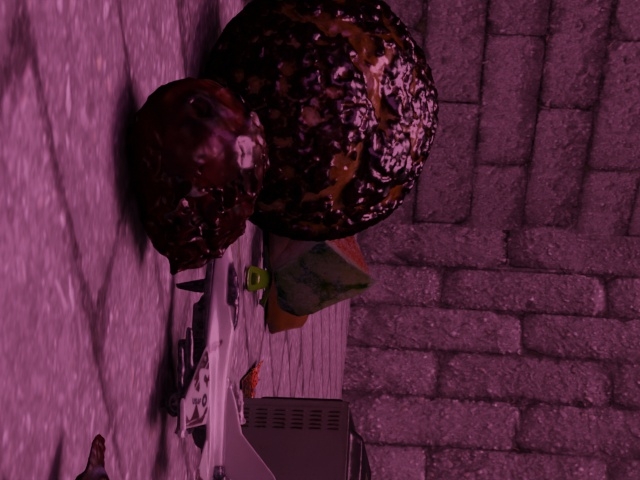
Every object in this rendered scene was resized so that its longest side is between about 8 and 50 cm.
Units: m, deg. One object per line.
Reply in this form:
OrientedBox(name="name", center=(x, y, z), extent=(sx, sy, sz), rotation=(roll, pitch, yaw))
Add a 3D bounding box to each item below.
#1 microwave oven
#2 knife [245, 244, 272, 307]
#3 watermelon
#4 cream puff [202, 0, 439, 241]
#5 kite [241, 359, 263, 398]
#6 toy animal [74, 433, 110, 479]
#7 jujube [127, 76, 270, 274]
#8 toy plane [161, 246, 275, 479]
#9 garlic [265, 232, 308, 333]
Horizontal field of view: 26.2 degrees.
OrientedBox(name="microwave oven", center=(-0.031, 0.245, 1.410), extent=(0.205, 0.163, 0.129), rotation=(79, 12, -61))
OrientedBox(name="knife", center=(-0.072, 0.043, 1.652), extent=(0.166, 0.023, 0.078), rotation=(31, 57, -86))
OrientedBox(name="watermelon", center=(0.013, 0.007, 1.667), extent=(0.098, 0.121, 0.158), rotation=(53, 55, -33))
OrientedBox(name="cream puff", center=(0.007, -0.113, 1.223), extent=(0.239, 0.165, 0.239), rotation=(0, 90, -49))
OrientedBox(name="kite", center=(-0.088, 0.200, 1.635), extent=(0.125, 0.008, 0.222), rotation=(88, 7, -51))
OrientedBox(name="toy animal", center=(-0.133, 0.210, 0.768), extent=(0.105, 0.070, 0.202), rotation=(141, -49, -78))
OrientedBox(name="jujube", center=(-0.085, -0.048, 0.946), extent=(0.166, 0.104, 0.104), rotation=(113, -16, -63))
OrientedBox(name="toy plane", center=(-0.093, 0.104, 1.117), extent=(0.160, 0.082, 0.234), rotation=(15, 64, -76))
OrientedBox(name="garlic", center=(-0.026, -0.028, 1.802), extent=(0.143, 0.112, 0.318), rotation=(-81, -175, -77))
